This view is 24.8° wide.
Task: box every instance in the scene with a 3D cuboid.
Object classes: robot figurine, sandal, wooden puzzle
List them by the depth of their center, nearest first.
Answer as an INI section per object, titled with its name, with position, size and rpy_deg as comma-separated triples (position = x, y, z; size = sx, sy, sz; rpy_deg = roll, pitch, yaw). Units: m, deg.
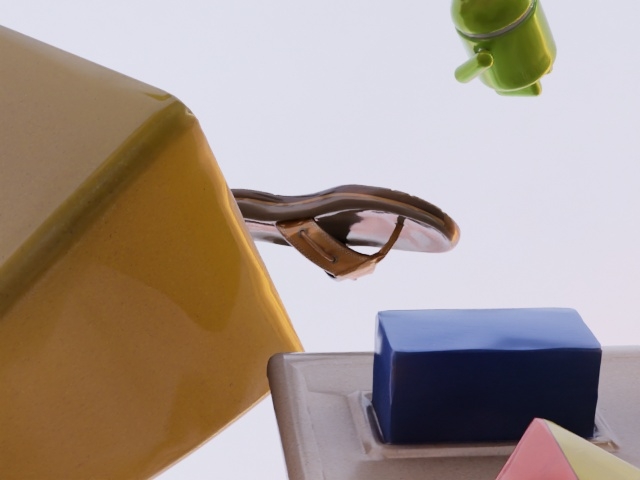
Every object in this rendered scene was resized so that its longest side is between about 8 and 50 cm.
[wooden puzzle]
position = 0.149, 0.089, 0.600
size = 0.322, 0.348, 0.081
rpy_deg = -1, -75, -7
[sandal]
position = 0.000, 0.000, 0.883
size = 0.180, 0.049, 0.072
rpy_deg = 2, -21, 24
[robot figurine]
position = 0.140, -0.161, 1.109
size = 0.101, 0.067, 0.115
rpy_deg = -60, -40, -27

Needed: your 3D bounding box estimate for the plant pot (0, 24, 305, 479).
[plant pot]
position = -0.167, 0.031, 0.766
size = 0.187, 0.212, 0.212
rpy_deg = -48, -39, -23
